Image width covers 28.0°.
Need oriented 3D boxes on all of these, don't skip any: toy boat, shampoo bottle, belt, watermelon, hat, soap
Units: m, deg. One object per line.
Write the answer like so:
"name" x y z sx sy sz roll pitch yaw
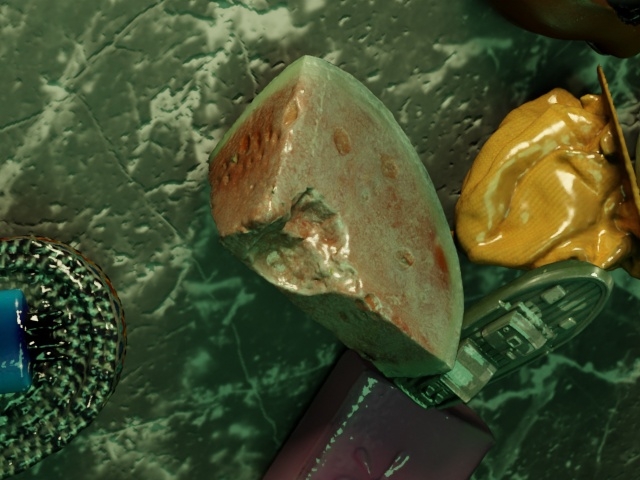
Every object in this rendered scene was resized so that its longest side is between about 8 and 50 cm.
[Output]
"toy boat" 0.170 0.092 1.205 0.078 0.085 0.260 42 129 -15
"shampoo bottle" -0.300 0.087 1.055 0.183 0.050 0.087 -6 79 -5
"belt" -0.314 0.119 1.162 0.295 0.160 0.206 -35 94 -3
"watermelon" 0.000 0.000 1.189 0.148 0.226 0.318 -25 91 36
"hat" 0.200 -0.025 1.282 0.233 0.244 0.233 -15 75 12
"soap" 0.040 0.263 1.355 0.181 0.081 0.259 31 98 -23

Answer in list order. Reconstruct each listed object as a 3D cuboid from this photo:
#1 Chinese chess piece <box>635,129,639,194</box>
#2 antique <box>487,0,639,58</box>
"Chinese chess piece" 0.435 -0.080 1.311 0.238 0.092 0.237 1 101 8
"antique" 0.251 -0.297 1.204 0.223 0.129 0.278 -39 116 -3
